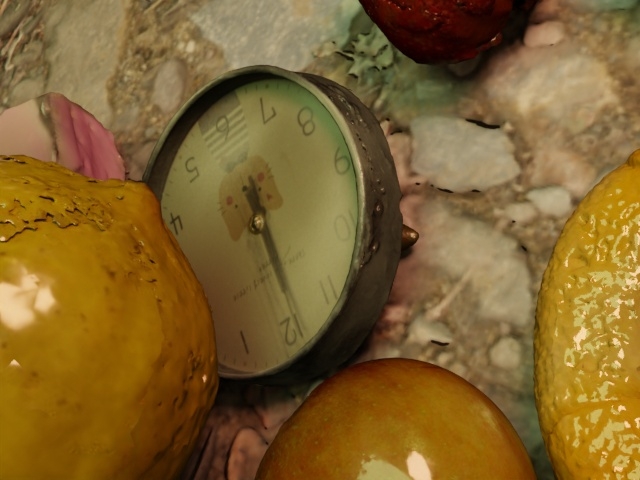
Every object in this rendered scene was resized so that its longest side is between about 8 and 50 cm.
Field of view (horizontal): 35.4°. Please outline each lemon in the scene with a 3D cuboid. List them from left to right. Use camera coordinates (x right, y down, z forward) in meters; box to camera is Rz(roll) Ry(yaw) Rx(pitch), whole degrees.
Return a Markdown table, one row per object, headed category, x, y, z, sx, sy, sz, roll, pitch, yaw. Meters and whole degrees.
| category | x | y | z | sx | sy | sz | roll | pitch | yaw |
| --- | --- | --- | --- | --- | --- | --- | --- | --- | --- |
| lemon | -0.199 | 0.094 | 0.620 | 0.258 | 0.258 | 0.310 | 38 | 105 | 35 |

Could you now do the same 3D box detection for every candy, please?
| category | x | y | z | sx | sy | sz | roll | pitch | yaw |
| --- | --- | --- | --- | --- | --- | --- | --- | --- | --- |
| candy | -0.288 | 0.002 | 0.833 | 0.265 | 0.116 | 0.155 | -26 | 59 | 20 |

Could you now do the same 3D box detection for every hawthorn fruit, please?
| category | x | y | z | sx | sy | sz | roll | pitch | yaw |
| --- | --- | --- | --- | --- | --- | --- | --- | --- | --- |
| hawthorn fruit | 0.074 | -0.208 | 0.675 | 0.172 | 0.148 | 0.148 | 39 | 94 | -3 |

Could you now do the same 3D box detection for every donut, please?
| category | x | y | z | sx | sy | sz | roll | pitch | yaw |
| --- | --- | --- | --- | --- | --- | --- | --- | --- | --- |
| donut | 0.237 | 0.064 | 0.508 | 0.303 | 0.110 | 0.303 | -12 | 65 | 27 |

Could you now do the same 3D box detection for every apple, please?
| category | x | y | z | sx | sy | sz | roll | pitch | yaw |
| --- | --- | --- | --- | --- | --- | --- | --- | --- | --- |
| apple | 0.043 | 0.152 | 0.566 | 0.163 | 0.146 | 0.147 | -49 | 59 | 3 |

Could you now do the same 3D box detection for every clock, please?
| category | x | y | z | sx | sy | sz | roll | pitch | yaw |
| --- | --- | --- | --- | --- | --- | --- | --- | --- | --- |
| clock | -0.045 | -0.011 | 0.700 | 0.226 | 0.049 | 0.226 | -6 | 80 | 40 |

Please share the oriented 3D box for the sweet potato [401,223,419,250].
| category | x | y | z | sx | sy | sz | roll | pitch | yaw |
| --- | --- | --- | --- | --- | --- | --- | --- | --- | --- |
| sweet potato | 0.000 | -0.006 | 0.716 | 0.153 | 0.038 | 0.041 | -4 | 60 | 31 |
